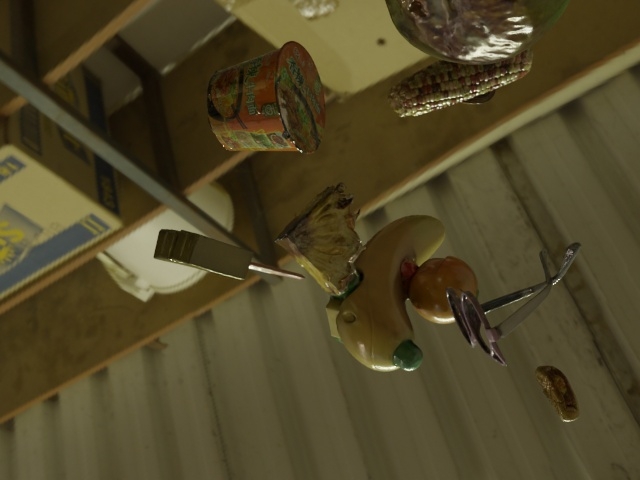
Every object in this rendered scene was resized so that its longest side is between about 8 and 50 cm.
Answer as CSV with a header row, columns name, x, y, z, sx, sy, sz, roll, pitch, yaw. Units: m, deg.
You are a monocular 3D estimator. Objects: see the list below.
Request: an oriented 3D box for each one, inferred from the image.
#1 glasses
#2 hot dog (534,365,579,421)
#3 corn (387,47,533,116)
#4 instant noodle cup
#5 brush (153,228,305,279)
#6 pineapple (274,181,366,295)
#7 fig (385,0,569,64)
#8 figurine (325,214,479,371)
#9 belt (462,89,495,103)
name,x,y,z,sx,sy,sz,roll,pitch,yaw
glasses,0.163,0.047,0.649,0.104,0.140,0.062,-23,-91,-3
hot dog,0.327,0.204,1.109,0.030,0.034,0.090,-8,-134,-16
corn,0.238,-0.279,1.381,0.253,0.086,0.086,-21,-127,2
instant noodle cup,-0.116,-0.283,1.676,0.182,0.230,0.230,-4,-118,24
brush,-0.118,0.035,1.181,0.103,0.233,0.047,8,-98,49
pineapple,0.000,0.000,0.989,0.069,0.116,0.137,157,-71,-66
fig,0.157,-0.263,0.772,0.191,0.181,0.181,-23,-135,-22
figurine,0.140,0.073,1.276,0.222,0.124,0.324,9,-139,26
belt,0.284,-0.284,1.514,0.036,0.083,0.059,-138,-117,-77
